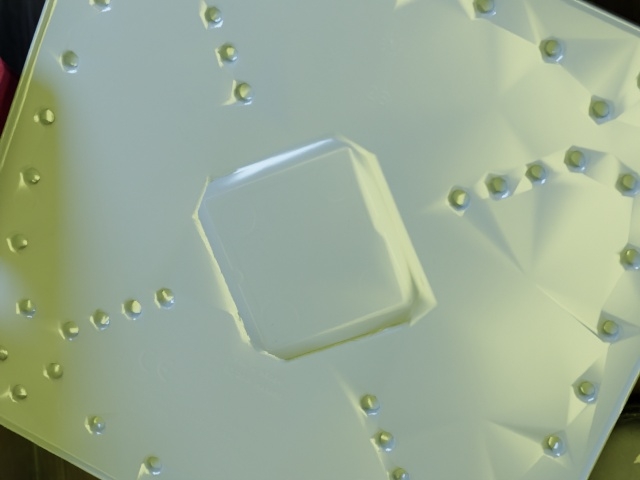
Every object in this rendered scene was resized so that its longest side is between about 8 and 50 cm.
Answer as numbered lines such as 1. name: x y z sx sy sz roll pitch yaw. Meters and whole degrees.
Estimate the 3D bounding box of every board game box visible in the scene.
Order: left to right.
1. board game box: 0.000 0.000 1.138 0.390 0.050 0.390 27 112 11

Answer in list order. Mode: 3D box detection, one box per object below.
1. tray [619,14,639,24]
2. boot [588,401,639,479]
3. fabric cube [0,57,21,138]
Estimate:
1. tray: 0.046 0.027 1.271 0.203 0.076 0.411 9 122 -41
2. boot: 0.198 0.297 1.326 0.118 0.223 0.338 9 113 9
3. fabric cube: -0.337 -0.032 1.241 0.259 0.258 0.254 24 87 1
